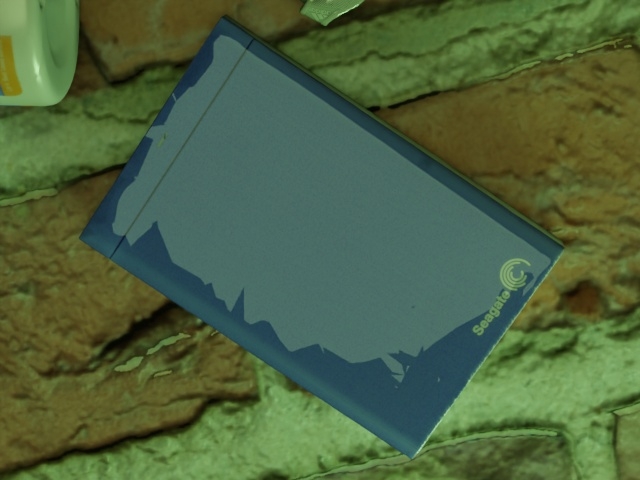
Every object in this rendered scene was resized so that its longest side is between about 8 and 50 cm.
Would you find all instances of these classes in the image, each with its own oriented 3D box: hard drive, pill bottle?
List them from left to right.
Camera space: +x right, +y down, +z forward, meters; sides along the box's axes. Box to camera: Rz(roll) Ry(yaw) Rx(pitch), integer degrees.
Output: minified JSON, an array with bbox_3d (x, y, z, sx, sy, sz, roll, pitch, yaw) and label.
[{"bbox_3d":[-0.325,-0.175,1.187,0.272,0.152,0.152,1,102,3],"label":"pill bottle"},{"bbox_3d":[0.000,0.000,1.259,0.318,0.040,0.210,34,102,-4],"label":"hard drive"}]

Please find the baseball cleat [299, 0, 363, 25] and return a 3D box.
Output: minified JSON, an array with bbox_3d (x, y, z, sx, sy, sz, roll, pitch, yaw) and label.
[{"bbox_3d":[-0.039,-0.206,1.202,0.205,0.072,0.109,-12,108,10],"label":"baseball cleat"}]
